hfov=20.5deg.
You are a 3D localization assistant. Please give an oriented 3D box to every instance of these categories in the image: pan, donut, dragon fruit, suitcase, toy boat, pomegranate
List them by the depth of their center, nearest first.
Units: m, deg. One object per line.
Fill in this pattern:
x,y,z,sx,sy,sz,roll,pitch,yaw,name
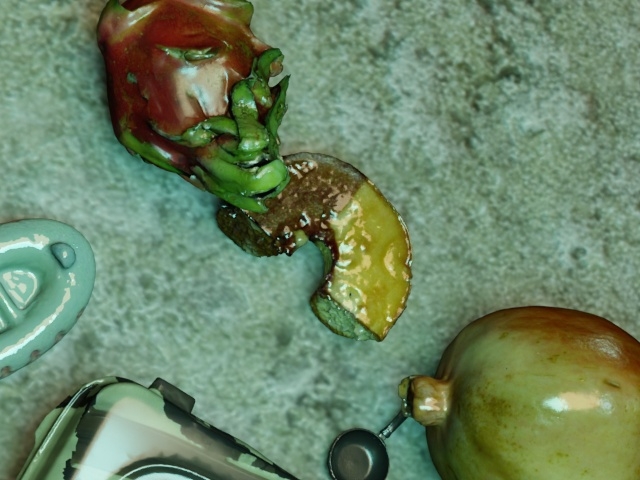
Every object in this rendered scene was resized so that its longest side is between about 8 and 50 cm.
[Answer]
-0.151,0.330,1.629,0.352,0.194,0.339,32,75,-12,suitcase
-0.304,0.055,1.685,0.208,0.079,0.134,-32,89,-23,toy boat
-0.105,-0.154,1.725,0.198,0.269,0.200,25,91,-54,dragon fruit
0.210,0.176,1.780,0.270,0.252,0.229,14,94,-21,pomegranate
0.002,0.001,1.817,0.217,0.085,0.141,46,66,-9,donut
0.053,0.212,1.826,0.115,0.023,0.068,-43,96,-21,pan
